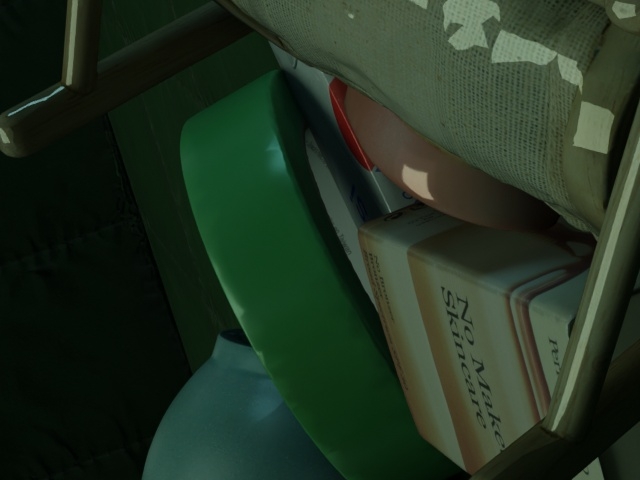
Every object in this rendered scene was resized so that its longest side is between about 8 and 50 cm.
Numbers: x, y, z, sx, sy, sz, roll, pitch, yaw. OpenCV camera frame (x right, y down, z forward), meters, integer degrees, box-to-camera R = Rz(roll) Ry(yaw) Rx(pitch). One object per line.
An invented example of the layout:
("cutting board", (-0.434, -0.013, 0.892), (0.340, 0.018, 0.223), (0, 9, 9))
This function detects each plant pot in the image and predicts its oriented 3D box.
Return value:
("plant pot", (-0.025, 0.192, 1.432), (0.293, 0.293, 0.196), (-161, 78, -74))

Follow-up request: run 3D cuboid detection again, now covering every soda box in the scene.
("soda box", (0.052, -0.075, 1.013), (0.098, 0.091, 0.286), (105, 142, -69))

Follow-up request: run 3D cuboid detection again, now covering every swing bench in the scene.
("swing bench", (0.065, -0.072, 0.517), (0.253, 0.254, 0.165), (33, 125, 34))

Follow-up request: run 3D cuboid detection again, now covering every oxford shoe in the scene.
("oxford shoe", (0.060, -0.167, 0.842), (0.397, 0.140, 0.147), (59, 136, 48))

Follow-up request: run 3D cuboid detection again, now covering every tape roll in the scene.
("tape roll", (0.015, 0.032, 1.089), (0.321, 0.077, 0.321), (57, -168, -19))

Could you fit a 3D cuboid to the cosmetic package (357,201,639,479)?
("cosmetic package", (0.137, 0.058, 0.783), (0.296, 0.129, 0.153), (-158, 49, -73))
